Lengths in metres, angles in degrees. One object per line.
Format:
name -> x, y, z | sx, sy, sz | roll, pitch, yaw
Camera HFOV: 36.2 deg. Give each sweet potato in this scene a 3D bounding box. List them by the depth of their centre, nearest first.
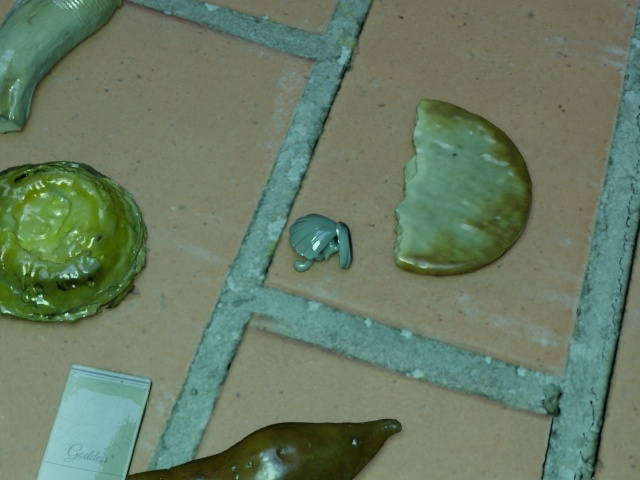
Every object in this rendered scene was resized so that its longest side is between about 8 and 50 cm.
sweet potato -> -0.058, 0.284, 1.222 | 0.359, 0.112, 0.112 | -14, 63, -18

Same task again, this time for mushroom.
mushroom -> -0.430, -0.315, 1.529 | 0.123, 0.095, 0.351 | 32, 62, -9

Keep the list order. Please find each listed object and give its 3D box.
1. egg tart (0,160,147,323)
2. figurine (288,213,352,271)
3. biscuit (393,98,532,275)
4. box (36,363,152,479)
egg tart -> -0.379, -0.012, 1.360 | 0.279, 0.095, 0.278 | 3, 59, -4
figurine -> 0.000, 0.000, 1.417 | 0.086, 0.082, 0.094 | -7, 50, 8
biscuit -> 0.220, -0.073, 1.495 | 0.205, 0.040, 0.308 | 11, 60, 0
box -> -0.291, 0.260, 1.251 | 0.109, 0.029, 0.198 | 11, 61, -1
